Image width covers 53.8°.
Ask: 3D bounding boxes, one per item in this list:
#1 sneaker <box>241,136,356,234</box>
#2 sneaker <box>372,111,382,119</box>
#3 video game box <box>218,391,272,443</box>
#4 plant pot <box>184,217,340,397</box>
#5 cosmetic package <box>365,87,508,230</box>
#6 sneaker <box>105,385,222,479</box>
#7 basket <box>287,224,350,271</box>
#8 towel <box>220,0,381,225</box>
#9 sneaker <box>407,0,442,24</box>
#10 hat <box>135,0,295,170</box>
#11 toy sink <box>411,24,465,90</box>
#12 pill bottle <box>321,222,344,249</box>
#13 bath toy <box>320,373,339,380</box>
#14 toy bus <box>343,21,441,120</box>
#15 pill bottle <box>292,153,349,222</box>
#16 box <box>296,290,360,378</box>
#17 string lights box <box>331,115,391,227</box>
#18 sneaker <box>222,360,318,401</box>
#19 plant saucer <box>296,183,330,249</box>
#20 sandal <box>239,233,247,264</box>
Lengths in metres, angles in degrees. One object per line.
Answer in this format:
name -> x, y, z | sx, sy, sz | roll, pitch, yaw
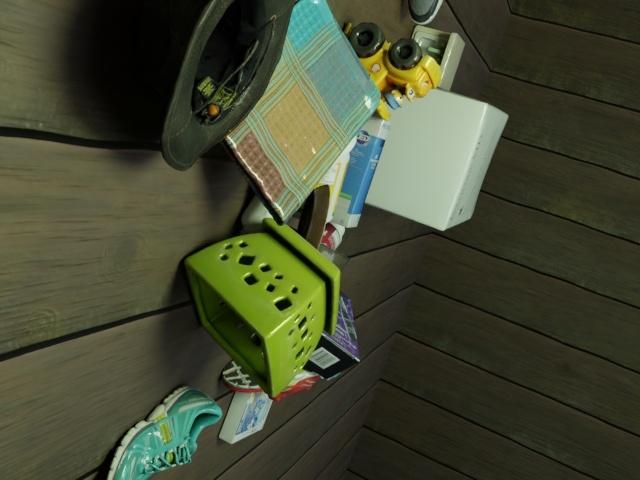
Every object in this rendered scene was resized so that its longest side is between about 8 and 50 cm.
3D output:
sneaker -> -0.080, -0.155, 1.204 | 0.292, 0.108, 0.169 | -49, 131, -5
sneaker -> 0.085, -0.299, 1.537 | 0.170, 0.089, 0.051 | -35, 179, 14
video game box -> -0.170, 0.404, 1.626 | 0.205, 0.048, 0.187 | -70, 163, 3
plant pot -> -0.090, 0.110, 1.163 | 0.207, 0.227, 0.228 | -36, 150, -27
cosmetic package -> 0.275, -0.243, 1.708 | 0.394, 0.327, 0.329 | -16, 126, -66
sneaker -> -0.289, 0.378, 1.168 | 0.275, 0.110, 0.107 | -47, 152, -46
basket -> -0.064, 0.099, 1.417 | 0.204, 0.154, 0.226 | 28, 89, -40
towel -> -0.037, -0.244, 1.090 | 0.271, 0.040, 0.370 | 55, 52, -28
sneaker -> 0.238, -0.652, 1.517 | 0.153, 0.101, 0.268 | -42, 142, -52
hat -> -0.152, -0.257, 0.812 | 0.331, 0.134, 0.331 | -55, 175, -7
toy sink -> 0.322, -0.528, 1.832 | 0.234, 0.131, 0.152 | -30, 138, -69
pill bottle -> 0.000, 0.000, 1.589 | 0.152, 0.086, 0.086 | -47, 152, -49
bath toy -> -0.030, 0.281, 1.742 | 0.129, 0.151, 0.348 | -50, 152, -1
toy bus -> 0.120, -0.334, 1.366 | 0.211, 0.220, 0.149 | -61, 158, -1
pill bottle -> -0.004, -0.152, 1.360 | 0.117, 0.118, 0.208 | -27, 135, -63
box -> -0.001, 0.202, 1.525 | 0.153, 0.108, 0.207 | 40, 28, -35
string lights box -> 0.057, -0.173, 1.479 | 0.077, 0.133, 0.259 | -8, 118, -68
sneaker -> -0.111, 0.337, 1.505 | 0.279, 0.107, 0.118 | 3, 123, -38
plant saucer -> -0.020, -0.033, 1.248 | 0.168, 0.029, 0.168 | -165, -90, -79
sandal -> -0.142, 0.054, 1.310 | 0.072, 0.049, 0.180 | -8, 118, -69
